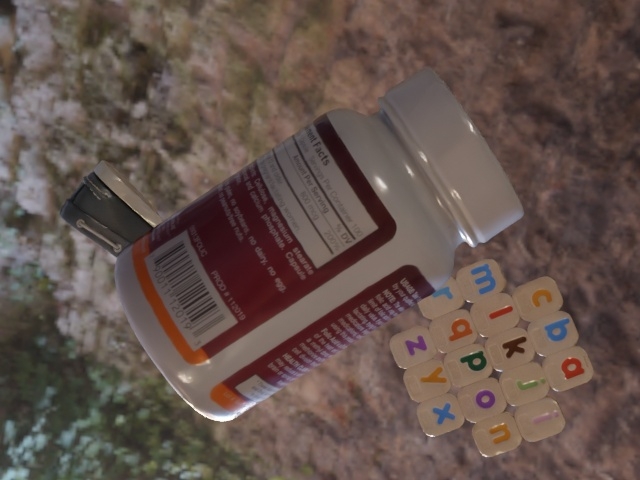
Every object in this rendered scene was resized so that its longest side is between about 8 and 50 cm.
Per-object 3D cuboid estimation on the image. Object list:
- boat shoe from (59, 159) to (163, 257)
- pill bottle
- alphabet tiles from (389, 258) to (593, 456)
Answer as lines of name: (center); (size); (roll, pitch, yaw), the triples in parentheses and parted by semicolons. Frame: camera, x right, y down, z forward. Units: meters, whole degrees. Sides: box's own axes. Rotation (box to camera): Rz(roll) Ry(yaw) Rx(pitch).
boat shoe: (-0.213, 0.039, 1.311); (0.099, 0.319, 0.116); (-42, -163, -3)
pill bottle: (0.000, 0.000, 1.045); (0.224, 0.392, 0.224); (56, 6, -9)
alphabet tiles: (0.259, 0.179, 1.507); (0.284, 0.277, 0.021); (68, 16, 8)
